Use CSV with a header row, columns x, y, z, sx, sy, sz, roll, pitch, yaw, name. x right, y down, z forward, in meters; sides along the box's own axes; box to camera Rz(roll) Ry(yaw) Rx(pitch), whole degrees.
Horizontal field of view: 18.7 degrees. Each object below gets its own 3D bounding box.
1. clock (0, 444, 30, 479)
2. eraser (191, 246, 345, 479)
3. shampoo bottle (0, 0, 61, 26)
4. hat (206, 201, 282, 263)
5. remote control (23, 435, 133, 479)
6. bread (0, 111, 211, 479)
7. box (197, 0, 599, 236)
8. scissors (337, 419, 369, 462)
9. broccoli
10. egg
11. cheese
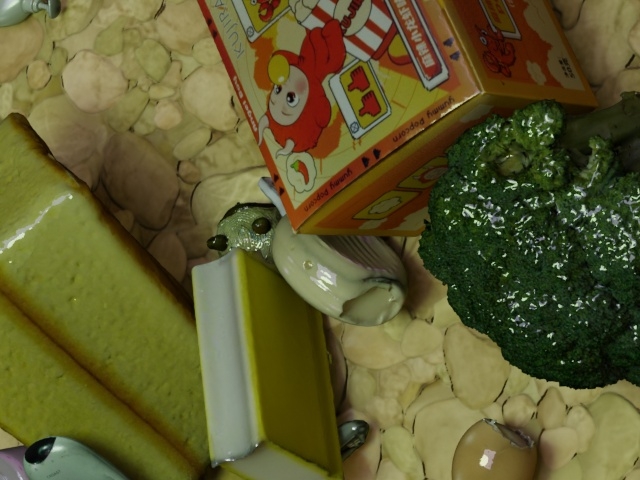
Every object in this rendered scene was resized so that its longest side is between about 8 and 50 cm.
x,y,z,sx,sy,sz,roll,pitch,yaw,name
-0.372,0.379,2.069,0.322,0.113,0.296,-16,81,33,clock
-0.049,0.132,1.903,0.069,0.158,0.226,-25,56,26,eraser
-0.357,-0.276,2.217,0.152,0.045,0.077,19,89,28,shampoo bottle
-0.074,-0.003,2.023,0.077,0.059,0.076,0,87,23,hat
-0.198,0.287,1.936,0.097,0.045,0.256,-32,113,29,remote control
-0.252,0.096,1.993,0.233,0.362,0.245,-43,31,-3,bread
0.064,-0.186,1.863,0.259,0.214,0.283,-37,68,35,box
-0.062,0.264,1.985,0.289,0.041,0.138,-38,70,21,scissors
0.250,-0.003,1.748,0.303,0.321,0.283,27,65,18,broccoli
0.162,0.218,1.853,0.080,0.080,0.096,33,101,27,egg
0.000,0.000,1.952,0.064,0.137,0.227,-60,42,21,cheese
